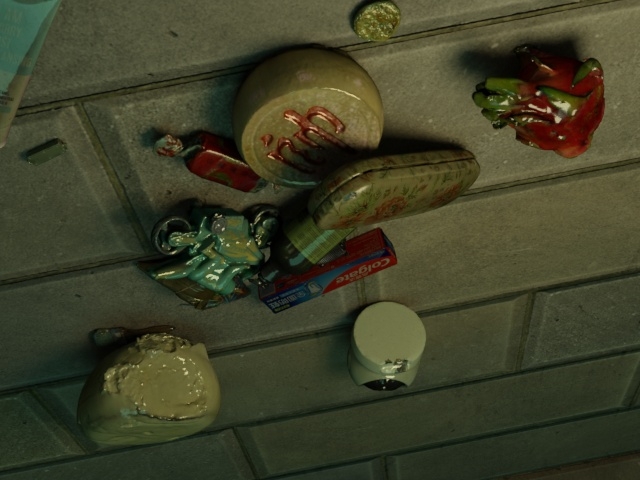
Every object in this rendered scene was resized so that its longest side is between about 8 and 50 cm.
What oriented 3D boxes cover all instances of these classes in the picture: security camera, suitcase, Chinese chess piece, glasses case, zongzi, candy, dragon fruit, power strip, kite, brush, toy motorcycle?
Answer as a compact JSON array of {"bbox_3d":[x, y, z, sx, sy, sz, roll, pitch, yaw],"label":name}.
[{"bbox_3d":[0.162,0.289,2.009,0.195,0.194,0.236,-4,147,-9],"label":"security camera"},{"bbox_3d":[0.000,0.000,1.705,0.086,0.059,0.126,-26,137,17],"label":"suitcase"},{"bbox_3d":[-0.022,-0.212,1.391,0.270,0.112,0.270,-6,142,-5],"label":"Chinese chess piece"},{"bbox_3d":[0.147,-0.099,1.465,0.425,0.098,0.156,-12,158,-47],"label":"glasses case"},{"bbox_3d":[-0.279,0.041,1.692,0.178,0.081,0.189,34,115,-19],"label":"zongzi"},{"bbox_3d":[-0.174,-0.145,1.478,0.292,0.059,0.086,17,131,-32],"label":"candy"},{"bbox_3d":[0.387,-0.246,1.411,0.269,0.198,0.200,-4,167,-8],"label":"dragon fruit"},{"bbox_3d":[-0.491,-0.159,1.415,0.083,0.017,0.027,-21,142,13],"label":"power strip"},{"bbox_3d":[-0.235,0.117,1.829,0.160,0.010,0.183,9,137,-22],"label":"kite"},{"bbox_3d":[-0.451,0.226,1.909,0.196,0.021,0.070,-9,141,-7],"label":"brush"},{"bbox_3d":[-0.213,0.019,1.585,0.296,0.109,0.198,-1,112,-38],"label":"toy motorcycle"}]

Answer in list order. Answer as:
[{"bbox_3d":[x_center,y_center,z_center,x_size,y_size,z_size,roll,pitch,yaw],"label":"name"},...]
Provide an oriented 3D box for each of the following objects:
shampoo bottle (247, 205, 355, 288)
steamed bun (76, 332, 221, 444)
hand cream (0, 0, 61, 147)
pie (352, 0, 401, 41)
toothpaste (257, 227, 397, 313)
[{"bbox_3d":[-0.027,-0.003,1.593,0.284,0.101,0.101,-42,135,7],"label":"shampoo bottle"},{"bbox_3d":[-0.425,0.361,1.908,0.334,0.233,0.312,16,146,-41],"label":"steamed bun"},{"bbox_3d":[-0.492,-0.277,1.231,0.111,0.070,0.312,13,132,-24],"label":"hand cream"},{"bbox_3d":[0.093,-0.364,1.300,0.084,0.021,0.084,-5,145,-3],"label":"pie"},{"bbox_3d":[0.013,0.071,1.791,0.320,0.066,0.076,-23,140,16],"label":"toothpaste"}]
